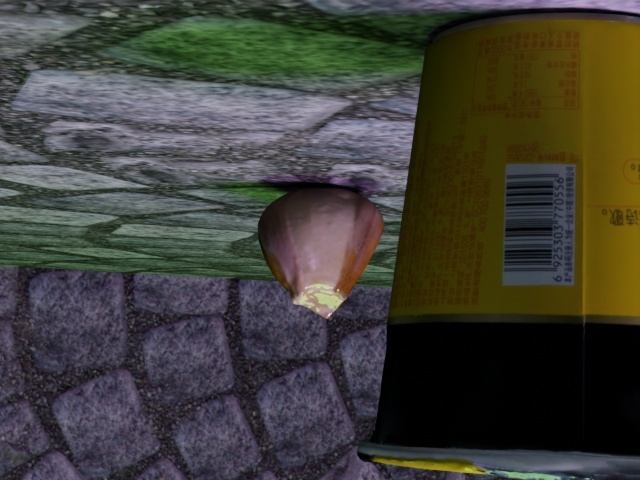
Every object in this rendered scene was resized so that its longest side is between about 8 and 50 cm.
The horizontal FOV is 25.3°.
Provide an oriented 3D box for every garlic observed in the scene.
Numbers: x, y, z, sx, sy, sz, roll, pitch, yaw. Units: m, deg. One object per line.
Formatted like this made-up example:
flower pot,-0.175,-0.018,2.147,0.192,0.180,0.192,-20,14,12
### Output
garlic,0.009,-0.002,1.447,0.115,0.128,0.207,-40,175,6

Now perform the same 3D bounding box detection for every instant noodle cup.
instant noodle cup,0.127,0.009,0.763,0.216,0.236,0.215,2,175,0
